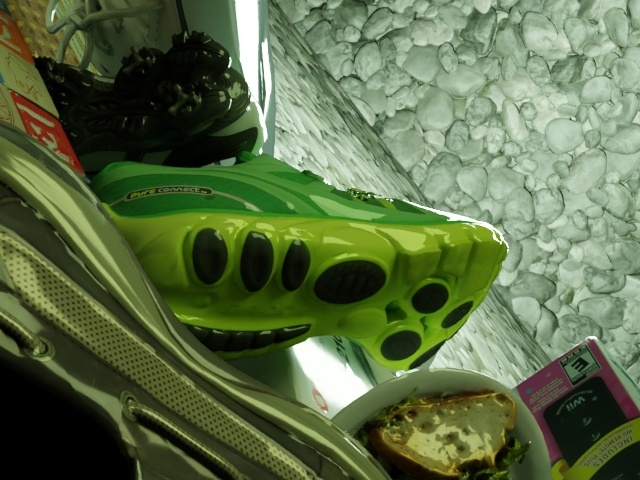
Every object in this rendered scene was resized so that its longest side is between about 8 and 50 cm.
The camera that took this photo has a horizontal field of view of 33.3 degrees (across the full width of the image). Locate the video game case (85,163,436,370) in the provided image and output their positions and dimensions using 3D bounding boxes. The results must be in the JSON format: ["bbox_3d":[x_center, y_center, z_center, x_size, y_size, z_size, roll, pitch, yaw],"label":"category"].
[{"bbox_3d":[-0.049,0.011,0.781,0.206,0.026,0.227,14,-22,49],"label":"video game case"}]

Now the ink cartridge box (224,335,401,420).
[{"bbox_3d":[0.009,0.141,0.688,0.237,0.100,0.172,43,14,-31],"label":"ink cartridge box"}]

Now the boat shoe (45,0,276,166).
[{"bbox_3d":[-0.116,-0.143,0.727,0.367,0.156,0.136,88,6,-66],"label":"boat shoe"}]

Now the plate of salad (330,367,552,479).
[{"bbox_3d":[0.057,0.168,0.582,0.200,0.200,0.048,45,-13,-31],"label":"plate of salad"}]

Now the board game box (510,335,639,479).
[{"bbox_3d":[0.169,0.228,0.740,0.097,0.224,0.303,48,12,-23],"label":"board game box"}]

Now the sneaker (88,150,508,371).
[{"bbox_3d":[0.000,0.000,0.600,0.295,0.109,0.123,10,32,-47],"label":"sneaker"}]

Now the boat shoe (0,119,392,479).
[{"bbox_3d":[-0.082,0.111,0.444,0.355,0.132,0.130,45,32,-10],"label":"boat shoe"}]

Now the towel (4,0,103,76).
[{"bbox_3d":[-0.189,-0.192,0.972,0.271,0.040,0.370,62,18,14],"label":"towel"}]

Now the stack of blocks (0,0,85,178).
[{"bbox_3d":[-0.255,-0.142,0.561,0.171,0.087,0.297,32,23,-58],"label":"stack of blocks"}]

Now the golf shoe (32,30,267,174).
[{"bbox_3d":[-0.124,-0.060,0.624,0.094,0.198,0.077,40,53,-57],"label":"golf shoe"}]
